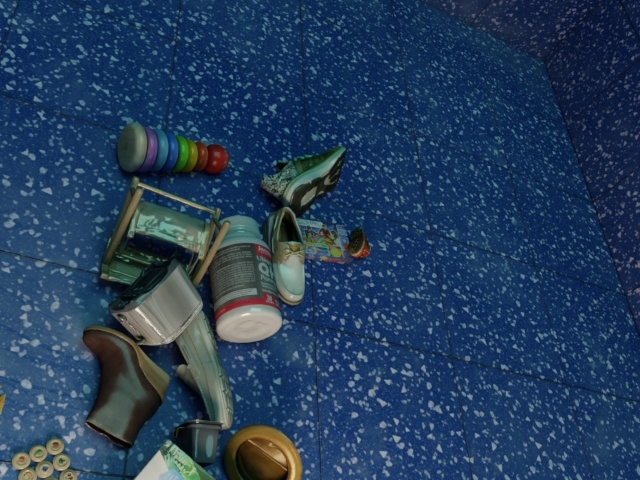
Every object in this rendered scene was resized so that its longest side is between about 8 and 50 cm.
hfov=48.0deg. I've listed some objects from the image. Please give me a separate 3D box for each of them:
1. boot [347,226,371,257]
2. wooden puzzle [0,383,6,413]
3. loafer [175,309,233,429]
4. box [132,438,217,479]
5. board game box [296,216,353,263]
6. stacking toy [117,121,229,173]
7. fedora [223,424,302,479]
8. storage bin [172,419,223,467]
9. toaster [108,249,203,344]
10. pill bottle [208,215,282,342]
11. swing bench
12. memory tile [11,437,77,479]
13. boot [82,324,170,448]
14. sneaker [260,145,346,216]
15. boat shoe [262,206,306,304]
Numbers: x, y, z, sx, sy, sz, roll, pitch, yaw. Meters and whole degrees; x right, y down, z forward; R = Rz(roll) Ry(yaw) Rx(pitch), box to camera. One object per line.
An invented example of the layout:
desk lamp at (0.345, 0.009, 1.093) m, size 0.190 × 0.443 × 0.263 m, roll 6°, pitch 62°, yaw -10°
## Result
boot at (0.131, 0.026, 2.288) m, size 0.085 × 0.059 × 0.158 m, roll 62°, pitch 19°, yaw -19°
wooden puzzle at (-0.723, 0.320, 1.524) m, size 0.116 × 0.014 × 0.079 m, roll 25°, pitch 46°, yaw -17°
loafer at (-0.297, 0.321, 1.768) m, size 0.111 × 0.112 × 0.319 m, roll -21°, pitch 62°, yaw -3°
box at (-0.278, 0.611, 1.510) m, size 0.322 × 0.058 × 0.232 m, roll 41°, pitch 71°, yaw -2°
board game box at (0.000, 0.000, 2.262) m, size 0.201 × 0.035 × 0.136 m, roll 9°, pitch 53°, yaw -30°
stacking toy at (-0.420, -0.254, 2.115) m, size 0.330 × 0.141 × 0.141 m, roll 4°, pitch 55°, yaw -41°
fedora at (-0.132, 0.521, 1.708) m, size 0.194 × 0.194 × 0.079 m, roll 44°, pitch 7°, yaw 2°
storage bin at (-0.287, 0.467, 1.637) m, size 0.098 × 0.135 × 0.091 m, roll 13°, pitch 60°, yaw -27°
toaster at (-0.383, 0.146, 1.724) m, size 0.227 × 0.129 × 0.146 m, roll -52°, pitch 122°, yaw -40°
pill bottle at (-0.211, 0.099, 1.936) m, size 0.176 × 0.176 × 0.319 m, roll 8°, pitch 53°, yaw -30°
swing bench at (-0.405, 0.007, 1.856) m, size 0.253 × 0.255 × 0.165 m, roll 21°, pitch 9°, yaw -22°
memory tile at (-0.568, 0.494, 1.498) m, size 0.113 × 0.012 × 0.148 m, roll -16°, pitch 68°, yaw -41°
boot at (-0.477, 0.327, 1.634) m, size 0.248 × 0.090 × 0.207 m, roll 38°, pitch 42°, yaw -9°
sneaker at (-0.050, -0.235, 2.347) m, size 0.182 × 0.158 × 0.410 m, roll 30°, pitch 35°, yaw 15°
boat shoe at (-0.101, 0.039, 2.111) m, size 0.113 × 0.103 × 0.302 m, roll 3°, pitch 56°, yaw -33°
